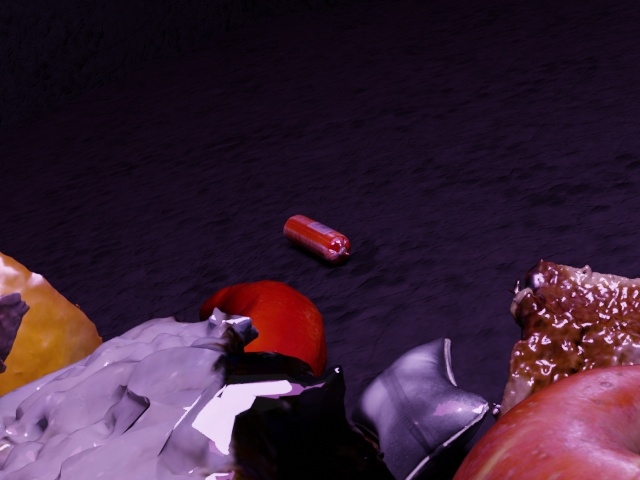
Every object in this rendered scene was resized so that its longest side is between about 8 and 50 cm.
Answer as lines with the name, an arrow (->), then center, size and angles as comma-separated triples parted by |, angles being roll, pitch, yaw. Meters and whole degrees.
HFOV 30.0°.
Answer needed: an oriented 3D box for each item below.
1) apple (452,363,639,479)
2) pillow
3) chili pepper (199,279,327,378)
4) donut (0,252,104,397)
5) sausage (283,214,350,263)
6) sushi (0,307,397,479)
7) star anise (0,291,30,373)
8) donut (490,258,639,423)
apple -> 0.149, 0.152, 0.530 | 0.201, 0.162, 0.201 | -3, 19, 1
pillow -> 0.066, 0.120, 0.836 | 0.091, 0.055, 0.136 | -18, 17, 0
chili pepper -> -0.056, 0.102, 0.973 | 0.137, 0.092, 0.368 | -32, 9, 9
donut -> -0.275, 0.109, 0.834 | 0.277, 0.277, 0.108 | -4, 35, 31
sausage -> 0.000, 0.000, 1.275 | 0.034, 0.034, 0.129 | -22, 20, -19
sushi -> -0.064, 0.166, 0.559 | 0.234, 0.207, 0.348 | -25, 17, 3
star anise -> -0.212, 0.068, 0.686 | 0.124, 0.056, 0.129 | -44, 17, 17
donut -> 0.181, 0.085, 0.773 | 0.126, 0.144, 0.186 | -1, -8, 21
